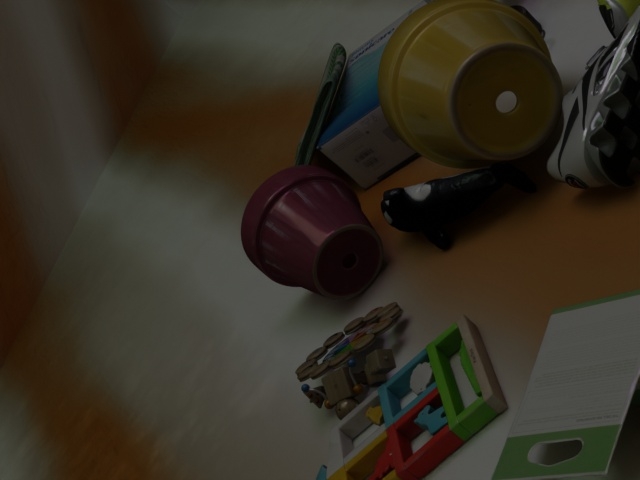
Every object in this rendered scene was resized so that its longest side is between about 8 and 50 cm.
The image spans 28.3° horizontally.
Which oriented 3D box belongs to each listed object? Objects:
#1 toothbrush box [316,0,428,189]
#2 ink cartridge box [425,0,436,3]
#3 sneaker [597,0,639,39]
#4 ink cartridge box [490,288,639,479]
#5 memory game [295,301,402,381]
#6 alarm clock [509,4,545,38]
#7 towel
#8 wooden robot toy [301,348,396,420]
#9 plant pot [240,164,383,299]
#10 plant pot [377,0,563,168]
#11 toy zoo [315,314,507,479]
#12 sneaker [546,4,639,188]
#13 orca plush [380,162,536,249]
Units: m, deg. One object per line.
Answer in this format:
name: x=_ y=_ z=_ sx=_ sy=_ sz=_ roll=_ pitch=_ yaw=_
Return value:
toothbrush box: x=0.136 y=-0.265 z=2.255 sx=0.216 sy=0.126 sz=0.295 roll=-33 pitch=28 yaw=36
ink cartridge box: x=0.315 y=-0.573 z=2.213 sx=0.354 sy=0.207 sz=0.119 roll=-24 pitch=37 yaw=-4
sneaker: x=0.522 y=-0.442 z=1.810 sx=0.147 sy=0.145 sz=0.384 roll=8 pitch=64 yaw=55
ink cartridge box: x=0.290 y=0.165 z=1.356 sx=0.171 sy=0.056 sz=0.235 roll=-19 pitch=39 yaw=51
memory game: x=0.040 y=0.145 z=1.832 sx=0.186 sy=0.012 sz=0.186 roll=-35 pitch=7 yaw=5
alarm clock: x=0.316 y=-0.337 z=2.130 sx=0.129 sy=0.064 sz=0.192 roll=-53 pitch=25 yaw=-11
towel: x=-0.008 y=-0.227 z=2.370 sx=0.325 sy=0.038 sz=0.247 roll=-73 pitch=3 yaw=-68
wooden robot toy: x=0.048 y=0.215 z=1.748 sx=0.173 sy=0.076 sz=0.079 roll=-32 pitch=63 yaw=35
plant pot: x=0.000 y=0.000 z=2.012 sx=0.201 sy=0.201 sz=0.180 roll=-49 pitch=37 yaw=-2
plant pot: x=0.229 y=-0.214 z=1.809 sx=0.254 sy=0.254 sz=0.239 roll=-47 pitch=18 yaw=4
toy zoo: x=0.101 y=0.241 z=1.616 sx=0.293 sy=0.030 sz=0.192 roll=-43 pitch=23 yaw=15
sneaker: x=0.395 y=-0.211 z=1.686 sx=0.146 sy=0.122 sz=0.330 roll=-4 pitch=48 yaw=58
orca plush: x=0.196 y=-0.040 z=1.876 sx=0.287 sy=0.102 sz=0.151 roll=-13 pitch=-4 yaw=41
